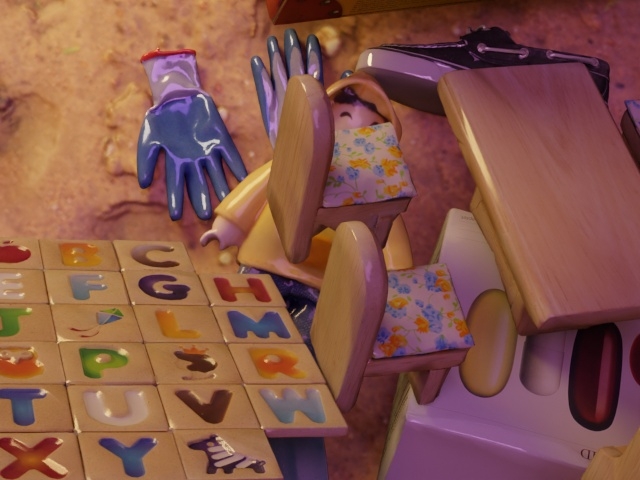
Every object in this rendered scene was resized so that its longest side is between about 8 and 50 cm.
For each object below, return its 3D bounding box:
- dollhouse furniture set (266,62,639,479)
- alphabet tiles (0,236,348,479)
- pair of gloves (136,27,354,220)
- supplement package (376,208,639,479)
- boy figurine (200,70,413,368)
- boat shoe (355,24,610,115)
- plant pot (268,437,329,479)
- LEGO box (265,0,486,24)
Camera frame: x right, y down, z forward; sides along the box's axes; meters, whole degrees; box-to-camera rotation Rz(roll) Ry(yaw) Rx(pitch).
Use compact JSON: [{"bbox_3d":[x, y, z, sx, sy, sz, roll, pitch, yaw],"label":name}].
[{"bbox_3d":[0.196,0.009,0.895,0.362,0.256,0.394,-6,53,-16],"label":"dollhouse furniture set"},{"bbox_3d":[-0.146,0.069,0.936,0.285,0.342,0.011,1,113,-17],"label":"alphabet tiles"},{"bbox_3d":[-0.063,-0.100,1.208,0.198,0.023,0.159,-10,78,-4],"label":"pair of gloves"},{"bbox_3d":[0.157,0.117,1.066,0.194,0.149,0.203,15,50,1],"label":"supplement package"},{"bbox_3d":[0.000,0.000,1.144,0.177,0.092,0.285,24,85,3],"label":"boy figurine"},{"bbox_3d":[0.139,-0.143,1.203,0.219,0.078,0.070,11,77,-8],"label":"boat shoe"},{"bbox_3d":[-0.094,0.200,1.004,0.196,0.293,0.293,-4,77,-7],"label":"plant pot"},{"bbox_3d":[0.171,-0.405,1.147,0.500,0.193,0.372,-10,78,-18],"label":"LEGO box"}]
